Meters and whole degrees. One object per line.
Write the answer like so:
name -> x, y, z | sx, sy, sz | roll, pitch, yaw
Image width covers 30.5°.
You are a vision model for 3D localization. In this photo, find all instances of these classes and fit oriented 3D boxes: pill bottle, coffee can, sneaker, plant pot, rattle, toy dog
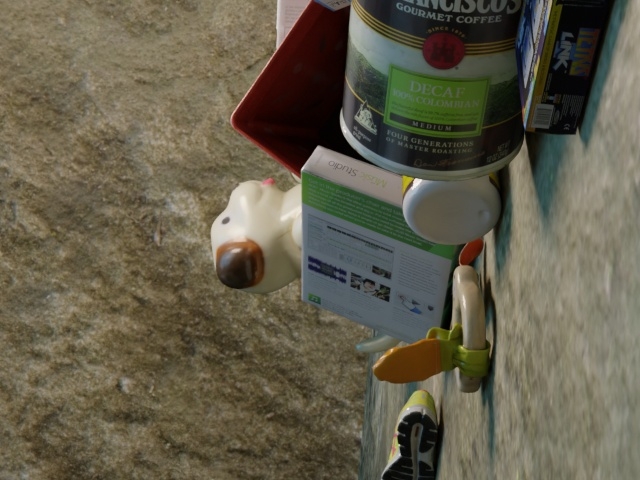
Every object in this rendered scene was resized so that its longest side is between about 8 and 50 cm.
pill bottle -> 0.159, -0.106, 1.438 | 0.117, 0.117, 0.215 | 95, 180, -47
coffee can -> 0.128, -0.228, 1.176 | 0.201, 0.202, 0.275 | -86, 0, -50
sneaker -> 0.150, 0.324, 1.856 | 0.094, 0.081, 0.208 | -74, -3, -55
plant pot -> 0.072, -0.201, 1.815 | 0.267, 0.267, 0.236 | -55, -16, 10
rattle -> 0.138, 0.087, 1.440 | 0.130, 0.143, 0.199 | 61, -158, -56
toy dog -> 0.000, 0.000, 2.192 | 0.284, 0.408, 0.395 | -85, 0, -64

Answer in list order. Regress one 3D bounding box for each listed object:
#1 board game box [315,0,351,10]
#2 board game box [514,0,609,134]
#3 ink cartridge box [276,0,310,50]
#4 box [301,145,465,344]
board game box -> 0.109, -0.496, 1.558 | 0.086, 0.308, 0.302 | 21, -113, -43
board game box -> 0.204, -0.198, 0.990 | 0.141, 0.048, 0.170 | -83, -2, -46
ink cartridge box -> 0.083, -0.408, 1.952 | 0.091, 0.308, 0.385 | -87, 0, -71
box -> 0.086, 0.021, 1.678 | 0.322, 0.232, 0.058 | 91, -155, -55
